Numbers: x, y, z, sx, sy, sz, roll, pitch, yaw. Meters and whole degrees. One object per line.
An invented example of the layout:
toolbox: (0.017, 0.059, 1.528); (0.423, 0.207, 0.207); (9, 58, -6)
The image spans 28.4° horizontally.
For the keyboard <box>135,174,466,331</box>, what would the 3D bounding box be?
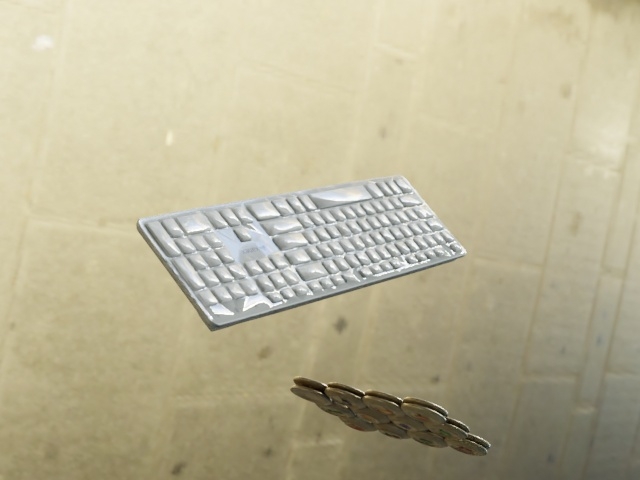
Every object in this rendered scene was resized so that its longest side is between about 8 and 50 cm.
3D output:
keyboard: (0.000, 0.000, 0.735); (0.014, 0.072, 0.256); (-43, 162, 32)

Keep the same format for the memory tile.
memory tile: (0.056, 0.144, 1.036); (0.113, 0.148, 0.012); (41, 63, -47)
